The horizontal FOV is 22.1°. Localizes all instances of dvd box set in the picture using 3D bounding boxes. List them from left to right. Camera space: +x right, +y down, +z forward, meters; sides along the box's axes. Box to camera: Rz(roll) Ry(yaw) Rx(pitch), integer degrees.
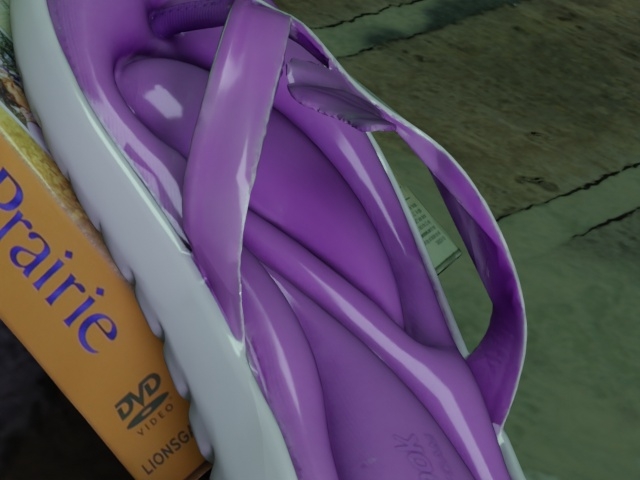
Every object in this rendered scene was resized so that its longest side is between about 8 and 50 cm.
[{"bbox_3d":[-0.127,-0.104,0.749,0.420,0.062,0.307,49,23,3],"label":"dvd box set"}]

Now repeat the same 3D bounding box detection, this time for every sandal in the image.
[{"bbox_3d":[0.011,0.002,0.599,0.169,0.102,0.416,9,44,-45],"label":"sandal"}]
